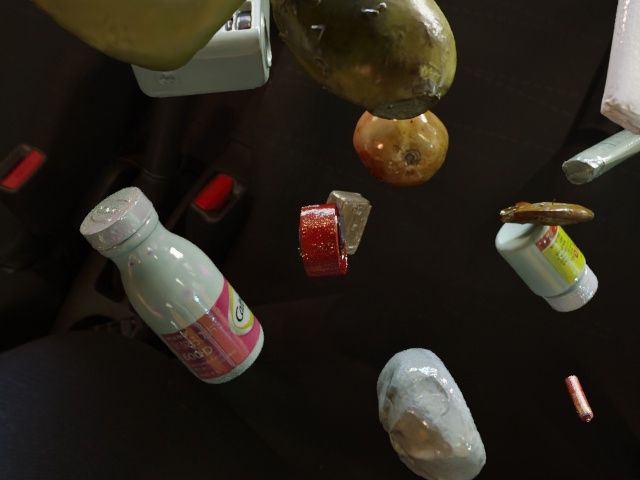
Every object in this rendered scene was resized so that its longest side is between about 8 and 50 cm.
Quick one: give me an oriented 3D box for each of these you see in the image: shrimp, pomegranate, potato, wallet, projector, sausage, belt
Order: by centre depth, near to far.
[{"bbox_3d":[0.355,-0.206,0.698,0.095,0.033,0.189,14,81,-22],"label":"wallet"},{"bbox_3d":[0.046,-0.232,0.710,0.149,0.113,0.251,-46,68,9],"label":"potato"},{"bbox_3d":[-0.182,-0.344,1.023,0.199,0.108,0.250,-6,52,2],"label":"projector"},{"bbox_3d":[0.453,-0.058,1.320,0.115,0.217,0.051,13,86,-33],"label":"shrimp"},{"bbox_3d":[0.649,0.400,1.607,0.034,0.034,0.129,-11,39,7],"label":"sausage"},{"bbox_3d":[0.000,0.000,1.712,0.124,0.128,0.200,-7,75,13],"label":"belt"},{"bbox_3d":[0.213,-0.278,1.765,0.252,0.270,0.229,21,113,-27],"label":"pomegranate"}]

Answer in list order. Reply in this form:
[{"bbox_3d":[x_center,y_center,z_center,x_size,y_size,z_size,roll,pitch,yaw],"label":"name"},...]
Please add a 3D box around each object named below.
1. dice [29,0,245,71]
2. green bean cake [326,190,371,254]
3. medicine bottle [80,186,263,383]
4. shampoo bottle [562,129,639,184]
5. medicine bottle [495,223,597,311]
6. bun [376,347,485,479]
[{"bbox_3d":[-0.136,-0.310,0.546,0.227,0.238,0.233,-36,116,30],"label":"dice"},{"bbox_3d":[0.064,-0.049,1.846,0.085,0.109,0.179,40,117,49],"label":"green bean cake"},{"bbox_3d":[-0.146,0.048,0.649,0.091,0.090,0.216,-29,123,4],"label":"medicine bottle"},{"bbox_3d":[0.519,-0.156,1.153,0.213,0.072,0.049,-25,115,-31],"label":"shampoo bottle"},{"bbox_3d":[0.510,0.045,1.448,0.139,0.139,0.225,-44,109,2],"label":"medicine bottle"},{"bbox_3d":[0.244,0.421,1.527,0.194,0.354,0.354,-25,80,-5],"label":"bun"}]
